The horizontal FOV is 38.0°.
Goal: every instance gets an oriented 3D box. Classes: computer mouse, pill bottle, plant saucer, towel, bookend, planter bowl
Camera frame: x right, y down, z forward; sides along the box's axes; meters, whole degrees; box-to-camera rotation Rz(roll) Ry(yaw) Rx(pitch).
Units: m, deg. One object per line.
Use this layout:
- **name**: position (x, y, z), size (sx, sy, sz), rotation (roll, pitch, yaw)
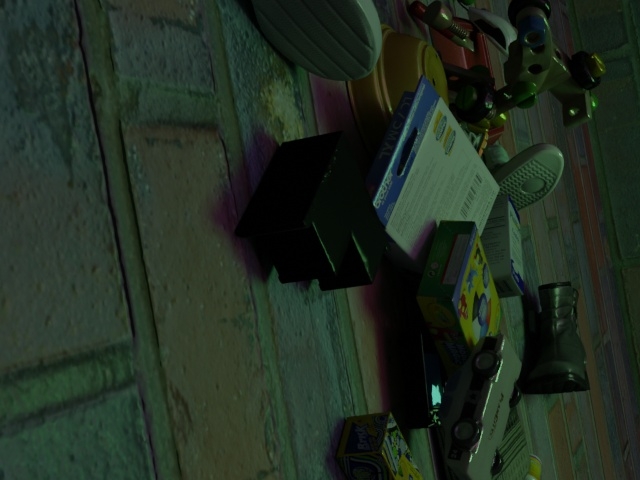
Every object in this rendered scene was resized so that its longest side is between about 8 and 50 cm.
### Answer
- **computer mouse**: position (0.304, -0.404, 1.695), size (0.193, 0.042, 0.106), rotation (51, 23, 19)
- **pill bottle**: position (0.354, 0.407, 1.594), size (0.083, 0.043, 0.043), rotation (-57, 132, -58)
- **plant saucer**: position (0.274, -0.286, 1.691), size (0.259, 0.047, 0.259), rotation (-25, 103, -65)
- **towel**: position (0.228, 0.250, 1.388), size (0.324, 0.056, 0.312), rotation (-10, 87, -64)
- **bookend**: position (0.000, 0.000, 0.931), size (0.156, 0.072, 0.157), rotation (-69, 142, -48)
- **planter bowl**: position (0.116, -0.204, 1.251), size (0.217, 0.090, 0.217), rotation (-10, 90, -67)

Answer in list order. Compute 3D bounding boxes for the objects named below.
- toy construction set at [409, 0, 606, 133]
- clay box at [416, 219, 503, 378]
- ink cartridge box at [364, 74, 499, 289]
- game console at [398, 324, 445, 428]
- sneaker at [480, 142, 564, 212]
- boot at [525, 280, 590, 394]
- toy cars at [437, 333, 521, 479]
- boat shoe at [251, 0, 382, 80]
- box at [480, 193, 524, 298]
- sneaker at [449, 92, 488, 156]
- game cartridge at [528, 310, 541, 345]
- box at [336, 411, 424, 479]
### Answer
- **toy construction set**: position (0.282, -0.259, 1.417), size (0.237, 0.257, 0.309), rotation (25, 25, -32)
- **clay box**: position (0.188, 0.093, 1.209), size (0.222, 0.053, 0.127), rotation (62, 39, -44)
- **ink cartridge box**: position (0.133, -0.058, 1.192), size (0.311, 0.065, 0.186), rotation (43, 67, -56)
- **game console**: position (0.140, 0.172, 1.168), size (0.107, 0.071, 0.122), rotation (8, 73, -41)
- **sneaker**: position (0.289, -0.115, 1.477), size (0.094, 0.256, 0.151), rotation (13, 57, -17)
- **boot**: position (0.458, 0.187, 1.830), size (0.338, 0.118, 0.223), rotation (25, 60, -72)
- **toy cars**: position (0.186, 0.313, 1.157), size (0.176, 0.087, 0.394), rotation (-10, 100, -57)
- **boat shoe**: position (-0.028, -0.298, 0.925), size (0.335, 0.121, 0.119), rotation (49, 43, -46)
- **box**: position (0.228, 0.015, 1.368), size (0.072, 0.126, 0.137), rotation (45, 42, -50)
- **sneaker**: position (0.208, -0.152, 1.449), size (0.083, 0.084, 0.215), rotation (43, 42, -44)
- **game cartridge**: position (0.449, 0.180, 1.934), size (0.083, 0.017, 0.056), rotation (46, 37, -52)
- **box**: position (0.076, 0.267, 1.017), size (0.169, 0.054, 0.059), rotation (64, 28, -31)
